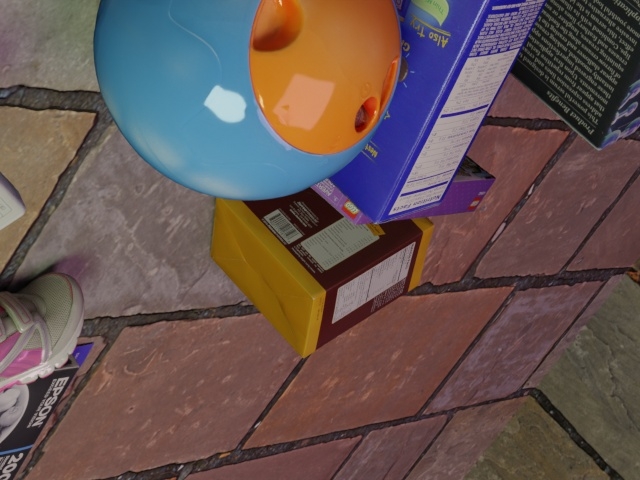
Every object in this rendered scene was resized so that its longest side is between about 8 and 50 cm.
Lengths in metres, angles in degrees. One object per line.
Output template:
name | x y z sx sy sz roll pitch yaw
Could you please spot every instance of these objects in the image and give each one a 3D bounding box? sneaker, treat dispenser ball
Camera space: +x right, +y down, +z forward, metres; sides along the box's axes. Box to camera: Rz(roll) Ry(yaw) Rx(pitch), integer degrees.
sneaker | -0.354 0.104 1.835 0.252 0.103 0.111 -42 141 -34
treat dispenser ball | -0.067 -0.181 1.603 0.288 0.288 0.288 -35 154 -20

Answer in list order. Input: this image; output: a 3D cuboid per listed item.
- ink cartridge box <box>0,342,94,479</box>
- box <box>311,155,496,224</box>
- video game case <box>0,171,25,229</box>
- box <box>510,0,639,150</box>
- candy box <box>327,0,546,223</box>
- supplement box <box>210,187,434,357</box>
ink cartridge box | -0.376 0.219 2.057 0.208 0.045 0.206 -7 136 -55
box | 0.057 -0.106 1.998 0.293 0.201 0.057 -6 134 -58
video game case | -0.453 -0.024 1.397 0.329 0.036 0.300 -33 140 3
box | 0.441 -0.359 2.199 0.293 0.212 0.395 -27 151 -35
candy box | 0.067 -0.224 1.753 0.122 0.268 0.317 -13 139 -45
supplement box | 0.000 0.000 2.108 0.194 0.191 0.129 -30 152 -27
